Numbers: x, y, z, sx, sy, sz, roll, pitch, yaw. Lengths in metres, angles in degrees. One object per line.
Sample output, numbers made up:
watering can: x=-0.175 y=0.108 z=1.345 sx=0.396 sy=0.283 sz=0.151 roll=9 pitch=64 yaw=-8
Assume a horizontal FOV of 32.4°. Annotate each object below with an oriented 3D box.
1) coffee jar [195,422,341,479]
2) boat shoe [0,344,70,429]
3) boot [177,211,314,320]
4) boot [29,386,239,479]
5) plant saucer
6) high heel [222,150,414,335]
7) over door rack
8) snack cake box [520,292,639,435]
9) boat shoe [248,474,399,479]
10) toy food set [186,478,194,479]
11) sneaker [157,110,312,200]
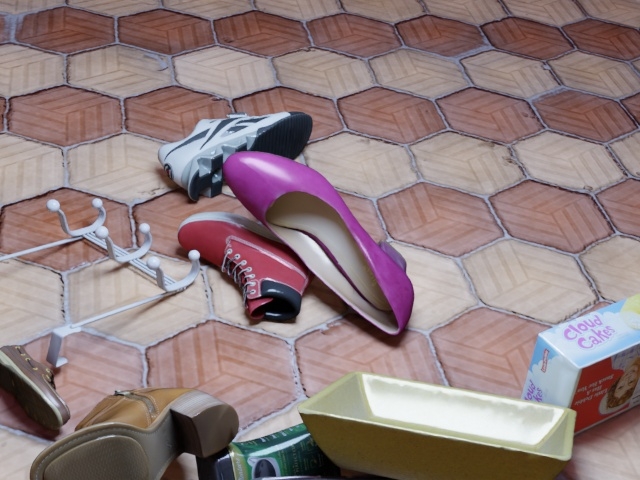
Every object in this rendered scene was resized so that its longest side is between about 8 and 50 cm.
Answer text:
coffee jar: x=-0.071 y=0.299 z=1.445 sx=0.184 sy=0.096 sz=0.079 roll=-9 pitch=1 yaw=-23
boat shoe: x=-0.401 y=0.198 z=1.545 sx=0.060 sy=0.064 sz=0.178 roll=-25 pitch=44 yaw=-37
boot: x=-0.136 y=0.047 z=1.798 sx=0.244 sy=0.088 sz=0.176 roll=17 pitch=37 yaw=5
boot: x=-0.270 y=0.248 z=1.402 sx=0.283 sy=0.109 sz=0.220 roll=-22 pitch=14 yaw=-36
plant saucer: x=0.162 y=0.258 z=1.452 sx=0.332 sy=0.081 sz=0.333 roll=8 pitch=3 yaw=14
high heel: x=0.000 y=0.000 z=1.747 sx=0.377 sy=0.127 sz=0.181 roll=31 pitch=28 yaw=-15
over door rack: x=-0.375 y=0.040 z=1.721 sx=0.239 sy=0.108 sz=0.324 roll=27 pitch=36 yaw=25
snack cake box: x=0.435 y=0.186 z=1.666 sx=0.264 sy=0.152 sz=0.089 roll=-16 pitch=42 yaw=-32
boat shoe: x=0.052 y=0.340 z=1.393 sx=0.335 sy=0.112 sz=0.095 roll=8 pitch=10 yaw=-21
toy food set: x=-0.131 y=0.388 z=1.333 sx=0.192 sy=0.038 sz=0.132 roll=41 pitch=40 yaw=11
sneaker: x=-0.161 y=-0.194 z=2.094 sx=0.330 sy=0.123 sz=0.146 roll=-24 pitch=48 yaw=-38
